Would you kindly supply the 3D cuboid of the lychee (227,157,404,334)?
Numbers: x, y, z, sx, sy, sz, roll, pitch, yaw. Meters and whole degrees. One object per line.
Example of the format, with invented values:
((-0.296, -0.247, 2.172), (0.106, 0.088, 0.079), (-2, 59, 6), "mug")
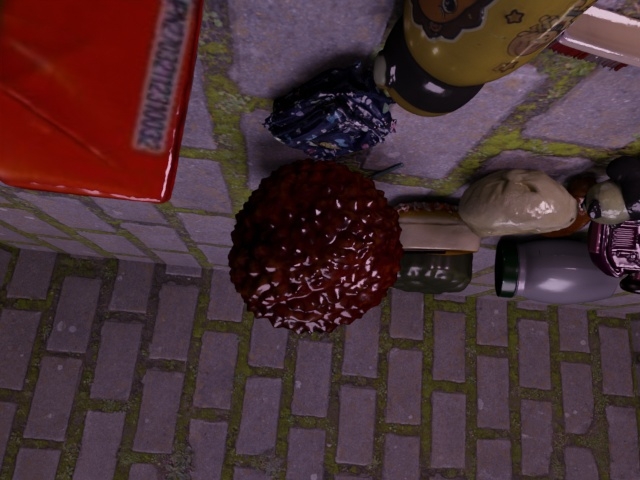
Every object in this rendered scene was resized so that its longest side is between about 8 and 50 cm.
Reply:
((0.000, 0.000, 1.054), (0.425, 0.500, 0.424), (21, 133, 24), "lychee")

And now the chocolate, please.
((-0.296, -0.224, 0.433), (0.342, 0.359, 0.161), (9, 177, -13), "chocolate")

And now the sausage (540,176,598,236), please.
((0.653, -0.070, 1.129), (0.076, 0.102, 0.302), (-29, 164, -1), "sausage")

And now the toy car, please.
((0.848, -0.005, 1.087), (0.341, 0.271, 0.240), (6, -175, 8), "toy car")

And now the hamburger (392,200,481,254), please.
((0.338, -0.033, 1.290), (0.296, 0.151, 0.227), (0, 170, 1), "hamburger")

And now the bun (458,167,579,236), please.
((0.455, -0.091, 1.022), (0.259, 0.159, 0.259), (-6, 177, 0), "bun")

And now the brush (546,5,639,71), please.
((0.458, -0.258, 0.594), (0.321, 0.060, 0.050), (9, 177, -12), "brush")

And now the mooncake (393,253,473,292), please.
((0.400, 0.094, 1.640), (0.357, 0.194, 0.356), (4, 165, 1), "mooncake")

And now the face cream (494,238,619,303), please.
((0.816, 0.111, 1.507), (0.357, 0.219, 0.312), (2, 165, 15), "face cream")

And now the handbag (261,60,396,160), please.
((0.013, -0.221, 0.775), (0.162, 0.113, 0.260), (25, 164, -35), "handbag")

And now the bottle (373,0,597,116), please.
((0.178, -0.259, 0.460), (0.172, 0.171, 0.351), (9, 164, -13), "bottle")

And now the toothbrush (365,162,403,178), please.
((0.150, -0.168, 1.098), (0.011, 0.014, 0.167), (25, 156, -31), "toothbrush")

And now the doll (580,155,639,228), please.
((0.681, -0.107, 0.897), (0.234, 0.135, 0.144), (-11, 157, 30), "doll")
